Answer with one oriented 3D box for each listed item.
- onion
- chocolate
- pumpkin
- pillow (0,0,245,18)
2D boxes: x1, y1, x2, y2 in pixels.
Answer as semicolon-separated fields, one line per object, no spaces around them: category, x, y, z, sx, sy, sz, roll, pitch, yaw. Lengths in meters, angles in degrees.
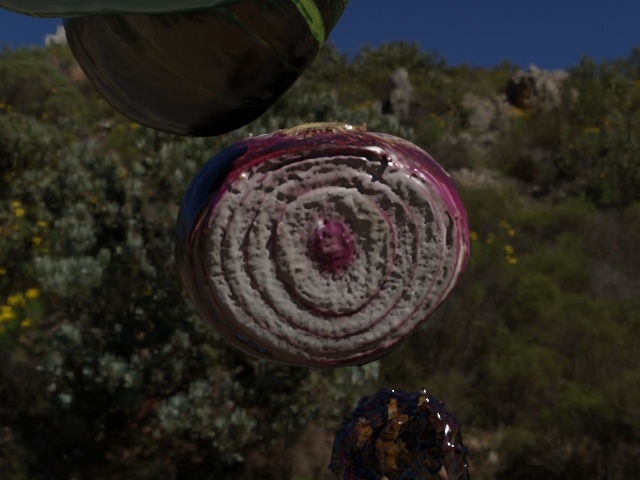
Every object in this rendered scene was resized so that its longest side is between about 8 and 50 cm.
onion;0.000;0.000;1.214;0.337;0.281;0.260;-11;10;-2
chocolate;0.131;0.307;1.482;0.206;0.224;0.177;-18;-18;-21
pumpkin;-0.108;-0.254;1.044;0.241;0.323;0.323;41;-22;-11
pillow;-0.100;-0.188;0.589;0.233;0.086;0.214;-1;31;18
